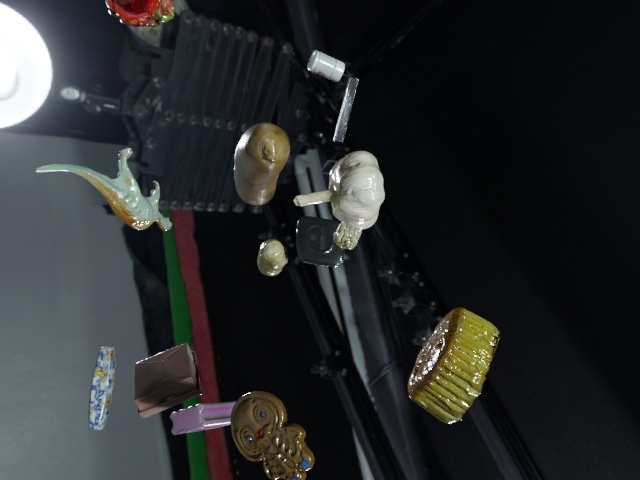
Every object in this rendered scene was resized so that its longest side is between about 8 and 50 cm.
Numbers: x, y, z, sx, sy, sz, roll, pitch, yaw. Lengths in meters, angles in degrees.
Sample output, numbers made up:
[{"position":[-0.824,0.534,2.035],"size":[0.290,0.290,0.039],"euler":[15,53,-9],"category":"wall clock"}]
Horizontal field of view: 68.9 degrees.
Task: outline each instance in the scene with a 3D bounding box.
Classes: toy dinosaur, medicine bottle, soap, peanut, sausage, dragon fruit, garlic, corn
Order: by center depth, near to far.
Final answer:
[{"position":[-0.418,-0.586,1.100],"size":[0.166,0.160,0.172],"euler":[-31,-145,13],"category":"dragon fruit"},{"position":[-0.477,-0.130,1.115],"size":[0.092,0.393,0.206],"euler":[-6,-95,16],"category":"toy dinosaur"},{"position":[0.041,-0.128,1.193],"size":[0.199,0.225,0.199],"euler":[175,-90,-81],"category":"garlic"},{"position":[-0.158,-0.195,1.195],"size":[0.501,0.123,0.136],"euler":[147,-66,-76],"category":"sausage"},{"position":[0.015,-0.474,1.270],"size":[0.057,0.089,0.057],"euler":[-48,-146,48],"category":"medicine bottle"},{"position":[-0.341,0.534,1.411],"size":[0.122,0.203,0.066],"euler":[-23,-113,19],"category":"soap"},{"position":[0.114,-0.068,1.619],"size":[0.087,0.087,0.211],"euler":[9,-109,52],"category":"corn"},{"position":[-0.203,0.075,1.972],"size":[0.224,0.129,0.129],"euler":[122,-45,-62],"category":"peanut"}]

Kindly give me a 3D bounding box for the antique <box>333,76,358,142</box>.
[{"position":[0.076,-0.388,1.392],"size":[0.015,0.031,0.192],"euler":[-133,-124,-72],"category":"antique"}]

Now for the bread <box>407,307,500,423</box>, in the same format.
[{"position":[0.310,0.291,1.100],"size":[0.142,0.253,0.227],"euler":[36,-41,10],"category":"bread"}]

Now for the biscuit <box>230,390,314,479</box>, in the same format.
[{"position":[-0.087,0.336,0.798],"size":[0.175,0.026,0.124],"euler":[33,-78,27],"category":"biscuit"}]

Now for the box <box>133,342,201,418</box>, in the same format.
[{"position":[-0.537,0.481,1.636],"size":[0.215,0.215,0.086],"euler":[-127,-161,-59],"category":"box"}]

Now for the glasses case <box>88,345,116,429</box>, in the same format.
[{"position":[-0.679,0.457,1.453],"size":[0.087,0.065,0.248],"euler":[131,-37,-66],"category":"glasses case"}]

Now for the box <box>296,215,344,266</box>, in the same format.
[{"position":[0.000,0.000,1.889],"size":[0.042,0.201,0.213],"euler":[111,-17,-63],"category":"box"}]
